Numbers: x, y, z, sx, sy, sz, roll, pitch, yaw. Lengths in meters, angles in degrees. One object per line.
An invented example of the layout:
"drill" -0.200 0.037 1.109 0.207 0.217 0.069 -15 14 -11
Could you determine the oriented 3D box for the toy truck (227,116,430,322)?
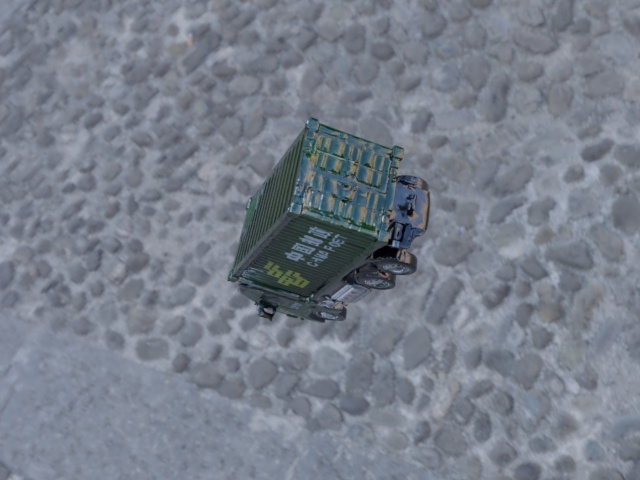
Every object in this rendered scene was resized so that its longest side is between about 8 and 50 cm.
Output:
"toy truck" 0.000 0.000 0.831 0.121 0.259 0.088 17 68 -13
